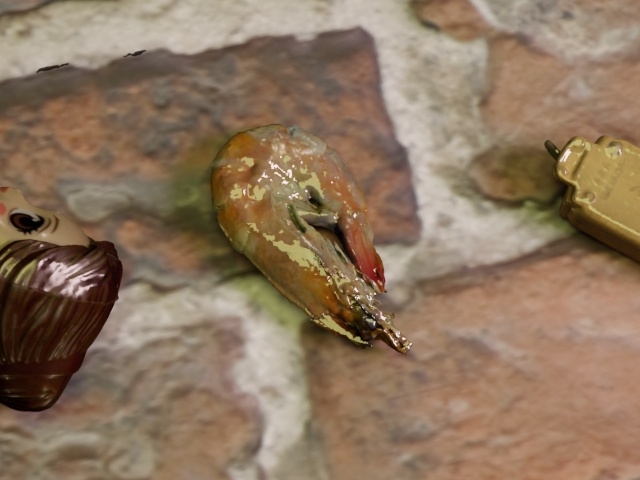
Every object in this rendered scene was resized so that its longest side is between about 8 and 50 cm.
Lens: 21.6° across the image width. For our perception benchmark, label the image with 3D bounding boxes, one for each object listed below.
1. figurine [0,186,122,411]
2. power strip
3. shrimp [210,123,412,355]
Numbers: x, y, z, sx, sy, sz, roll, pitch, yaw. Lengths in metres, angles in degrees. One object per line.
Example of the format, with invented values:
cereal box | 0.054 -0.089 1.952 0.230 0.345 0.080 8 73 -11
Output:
figurine | -0.274 -0.024 1.063 0.315 0.187 0.168 24 70 -3
power strip | 0.281 0.013 1.122 0.305 0.044 0.064 29 75 5
shrimp | 0.000 0.000 1.118 0.101 0.042 0.190 -33 76 -18
